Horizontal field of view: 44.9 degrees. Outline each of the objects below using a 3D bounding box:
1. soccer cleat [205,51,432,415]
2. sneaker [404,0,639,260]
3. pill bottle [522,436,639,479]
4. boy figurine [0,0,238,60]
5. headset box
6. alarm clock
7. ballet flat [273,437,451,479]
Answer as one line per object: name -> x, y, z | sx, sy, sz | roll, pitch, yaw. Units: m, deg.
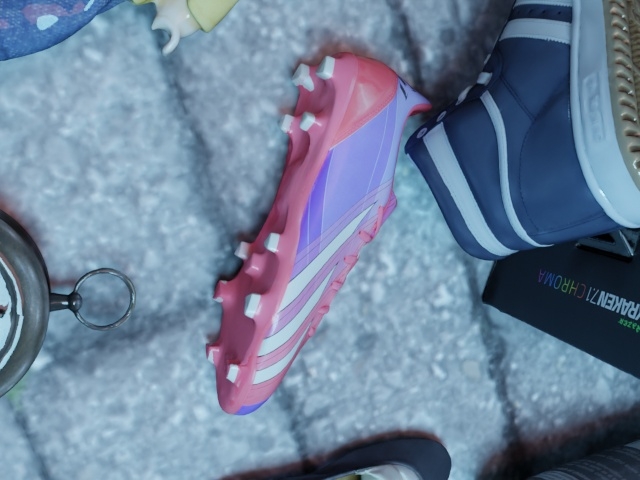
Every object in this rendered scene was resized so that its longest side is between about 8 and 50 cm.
soccer cleat -> 0.000, 0.000, 0.506 | 0.095, 0.083, 0.248 | 19, 87, -25
sneaker -> 0.141, -0.116, 0.491 | 0.099, 0.153, 0.282 | 29, 55, -27
pill bottle -> 0.268, 0.227, 0.579 | 0.278, 0.162, 0.162 | -13, 100, -17
boy figurine -> -0.100, -0.204, 0.440 | 0.285, 0.092, 0.177 | -34, 106, -13
headset box -> 0.281, 0.043, 0.511 | 0.283, 0.246, 0.131 | 18, 94, -16
alarm clock -> -0.204, 0.037, 0.448 | 0.192, 0.064, 0.129 | -1, 96, -22
ballet flat -> 0.012, 0.189, 0.534 | 0.203, 0.074, 0.074 | -8, 99, -18
